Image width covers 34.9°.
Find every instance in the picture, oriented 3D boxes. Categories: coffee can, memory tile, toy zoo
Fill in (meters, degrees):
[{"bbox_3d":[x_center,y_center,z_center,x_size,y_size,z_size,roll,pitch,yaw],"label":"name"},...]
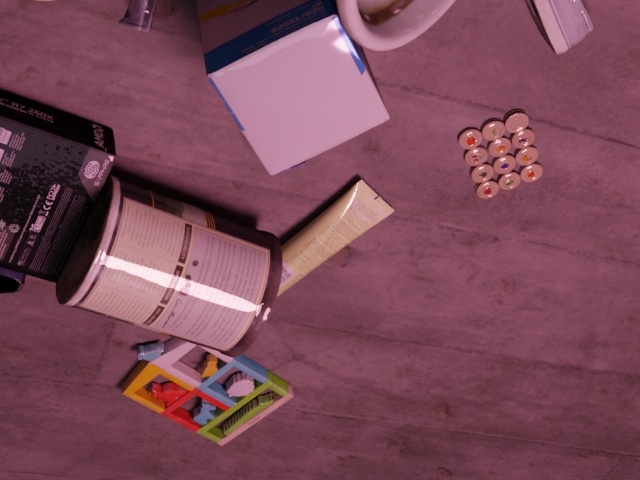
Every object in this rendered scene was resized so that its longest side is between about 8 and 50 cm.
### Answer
[{"bbox_3d":[-0.223,0.040,1.508,0.275,0.201,0.201,21,125,-27],"label":"coffee can"},{"bbox_3d":[0.281,-0.131,1.579,0.113,0.012,0.148,-21,132,8],"label":"memory tile"},{"bbox_3d":[-0.216,0.258,1.824,0.192,0.030,0.293,-38,127,22],"label":"toy zoo"}]

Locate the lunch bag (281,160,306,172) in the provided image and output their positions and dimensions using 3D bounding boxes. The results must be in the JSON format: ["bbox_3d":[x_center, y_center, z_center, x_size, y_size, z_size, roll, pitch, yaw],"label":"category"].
[{"bbox_3d":[-0.059,-0.155,1.455,0.067,0.065,0.098,-21,138,-19],"label":"lunch bag"}]

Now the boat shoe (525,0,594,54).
[{"bbox_3d":[0.310,-0.348,1.351,0.081,0.079,0.227,-30,136,7],"label":"boat shoe"}]

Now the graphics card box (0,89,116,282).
[{"bbox_3d":[-0.492,-0.101,1.384,0.371,0.094,0.232,18,115,-24],"label":"graphics card box"}]

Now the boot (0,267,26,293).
[{"bbox_3d":[-0.528,0.014,1.491,0.219,0.106,0.082,10,129,-19],"label":"boot"}]

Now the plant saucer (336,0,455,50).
[{"bbox_3d":[0.112,-0.412,1.133,0.101,0.400,0.400,32,132,20],"label":"plant saucer"}]

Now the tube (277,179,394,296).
[{"bbox_3d":[0.000,0.000,1.619,0.240,0.062,0.070,-38,171,16],"label":"tube"}]

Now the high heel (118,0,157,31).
[{"bbox_3d":[-0.304,-0.376,1.221,0.261,0.093,0.186,15,106,-8],"label":"high heel"}]

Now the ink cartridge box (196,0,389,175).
[{"bbox_3d":[-0.041,-0.239,1.270,0.168,0.232,0.171,-25,131,9],"label":"ink cartridge box"}]
